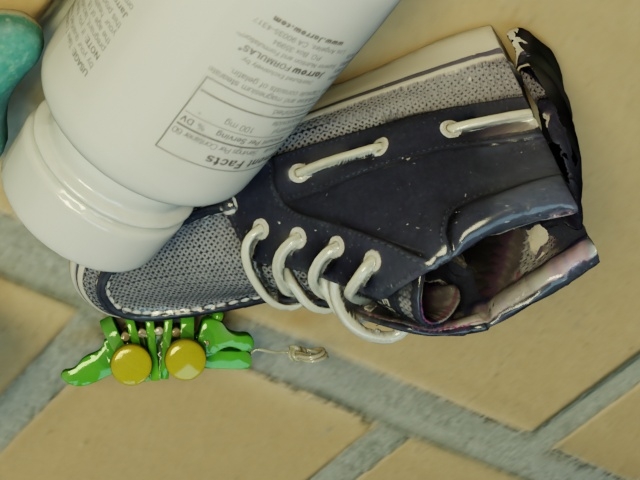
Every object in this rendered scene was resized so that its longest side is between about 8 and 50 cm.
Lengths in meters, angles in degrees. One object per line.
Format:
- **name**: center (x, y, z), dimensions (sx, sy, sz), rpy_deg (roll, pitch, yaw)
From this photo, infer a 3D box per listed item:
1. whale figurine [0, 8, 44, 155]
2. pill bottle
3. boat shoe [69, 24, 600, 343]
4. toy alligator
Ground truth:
- **whale figurine**: center (-0.277, -0.084, 0.576), dimensions (0.272, 0.141, 0.216), rpy_deg (13, 130, -27)
- **pill bottle**: center (-0.070, -0.093, 0.618), dimensions (0.131, 0.131, 0.229), rpy_deg (22, 126, -30)
- **boat shoe**: center (0.000, 0.000, 0.707), dimensions (0.340, 0.158, 0.127), rpy_deg (-25, 134, 13)
- **toy alligator**: center (-0.089, 0.069, 0.838), dimensions (0.189, 0.056, 0.051), rpy_deg (-5, 95, -7)
